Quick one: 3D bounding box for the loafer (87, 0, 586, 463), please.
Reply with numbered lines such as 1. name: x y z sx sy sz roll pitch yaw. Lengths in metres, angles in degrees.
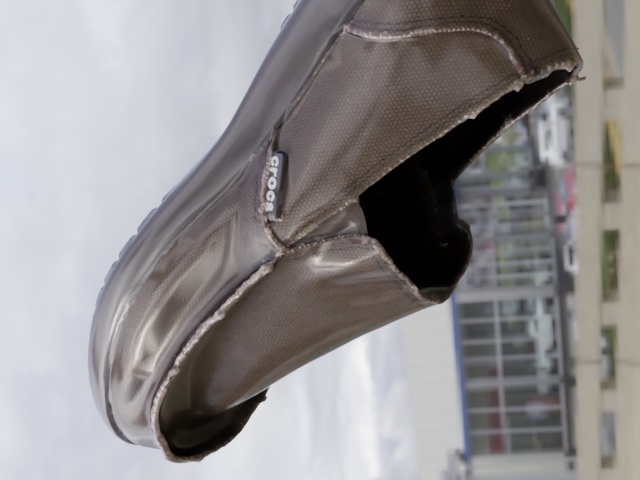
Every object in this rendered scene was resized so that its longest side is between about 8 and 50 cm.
1. loafer: 0.000 0.000 0.696 0.134 0.130 0.366 -18 -33 -51
